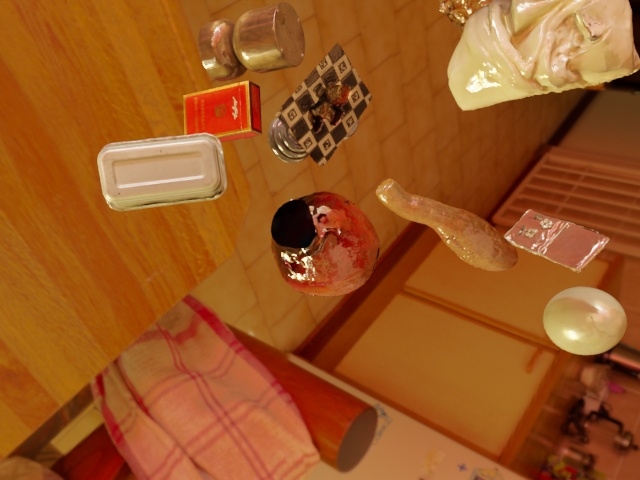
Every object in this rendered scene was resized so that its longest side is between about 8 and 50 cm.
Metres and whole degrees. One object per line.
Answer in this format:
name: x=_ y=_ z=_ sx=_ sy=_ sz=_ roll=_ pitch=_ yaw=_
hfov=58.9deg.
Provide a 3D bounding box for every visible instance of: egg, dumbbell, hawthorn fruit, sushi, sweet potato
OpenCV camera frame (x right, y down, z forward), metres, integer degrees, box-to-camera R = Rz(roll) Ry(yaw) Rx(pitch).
egg: x=0.723 y=0.220 z=1.558 sx=0.186 sy=0.253 sz=0.186 roll=3 pitch=78 yaw=-15
dumbbell: x=-0.029 y=-0.373 z=1.861 sx=0.179 sy=0.406 sz=0.179 roll=6 pitch=79 yaw=-33
hawthorn fruit: x=0.007 y=0.012 z=1.502 sx=0.316 sy=0.316 sz=0.316 roll=-25 pitch=124 yaw=-44
sushi: x=0.004 y=-0.295 z=1.238 sx=0.210 sy=0.040 sz=0.193 roll=-53 pitch=136 yaw=-8
sweet potato: x=0.295 y=-0.025 z=1.242 sx=0.385 sy=0.109 sz=0.109 roll=27 pitch=83 yaw=-21

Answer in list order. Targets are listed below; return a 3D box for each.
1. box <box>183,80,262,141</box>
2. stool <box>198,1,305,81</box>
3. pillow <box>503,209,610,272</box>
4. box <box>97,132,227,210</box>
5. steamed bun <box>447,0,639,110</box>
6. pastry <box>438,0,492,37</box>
box: x=-0.294 y=-0.376 z=1.695 sx=0.074 sy=0.240 sz=0.153 roll=14 pitch=73 yaw=-64
stool: x=-0.199 y=-0.576 z=1.658 sx=0.179 sy=0.264 sz=0.179 roll=12 pitch=77 yaw=-62
pillow: x=0.590 y=-0.002 z=1.429 sx=0.126 sy=0.232 sz=0.043 roll=-47 pitch=130 yaw=-11
box: x=-0.387 y=-0.171 z=1.392 sx=0.312 sy=0.182 sz=0.175 roll=-8 pitch=97 yaw=-11
steamed bun: x=0.389 y=-0.355 z=0.991 sx=0.320 sy=0.275 sz=0.206 roll=-17 pitch=102 yaw=-17
pastry: x=0.529 y=-0.657 z=1.569 sx=0.292 sy=0.405 sz=0.337 roll=-52 pitch=160 yaw=-37
